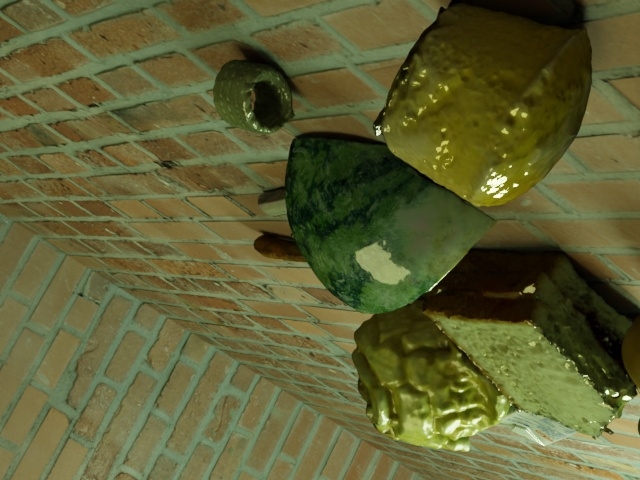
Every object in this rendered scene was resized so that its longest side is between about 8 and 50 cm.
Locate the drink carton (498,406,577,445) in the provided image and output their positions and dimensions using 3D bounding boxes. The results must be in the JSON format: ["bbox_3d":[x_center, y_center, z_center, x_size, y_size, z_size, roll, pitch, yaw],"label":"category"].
[{"bbox_3d":[0.394,0.254,2.141,0.106,0.131,0.315,28,164,3],"label":"drink carton"}]

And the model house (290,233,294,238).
[{"bbox_3d":[0.000,0.000,2.110,0.083,0.057,0.058,18,158,24],"label":"model house"}]

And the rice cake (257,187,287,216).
[{"bbox_3d":[-0.048,-0.064,2.022,0.047,0.036,0.206,44,161,-14],"label":"rice cake"}]

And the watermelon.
[{"bbox_3d":[0.083,-0.031,1.733,0.260,0.176,0.256,2,112,59],"label":"watermelon"}]

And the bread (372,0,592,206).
[{"bbox_3d":[0.161,-0.130,1.208,0.170,0.197,0.197,29,166,20],"label":"bread"}]

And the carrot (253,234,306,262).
[{"bbox_3d":[-0.053,0.017,2.286,0.170,0.042,0.042,8,156,43],"label":"carrot"}]

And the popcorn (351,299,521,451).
[{"bbox_3d":[0.182,0.237,2.197,0.293,0.237,0.293,62,-178,-3],"label":"popcorn"}]

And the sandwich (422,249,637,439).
[{"bbox_3d":[0.334,0.151,1.855,0.325,0.131,0.262,44,158,-22],"label":"sandwich"}]

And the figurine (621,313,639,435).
[{"bbox_3d":[0.515,0.183,1.616,0.285,0.167,0.343,27,120,13],"label":"figurine"}]

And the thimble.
[{"bbox_3d":[-0.083,-0.180,1.617,0.062,0.084,0.110,18,175,34],"label":"thimble"}]
